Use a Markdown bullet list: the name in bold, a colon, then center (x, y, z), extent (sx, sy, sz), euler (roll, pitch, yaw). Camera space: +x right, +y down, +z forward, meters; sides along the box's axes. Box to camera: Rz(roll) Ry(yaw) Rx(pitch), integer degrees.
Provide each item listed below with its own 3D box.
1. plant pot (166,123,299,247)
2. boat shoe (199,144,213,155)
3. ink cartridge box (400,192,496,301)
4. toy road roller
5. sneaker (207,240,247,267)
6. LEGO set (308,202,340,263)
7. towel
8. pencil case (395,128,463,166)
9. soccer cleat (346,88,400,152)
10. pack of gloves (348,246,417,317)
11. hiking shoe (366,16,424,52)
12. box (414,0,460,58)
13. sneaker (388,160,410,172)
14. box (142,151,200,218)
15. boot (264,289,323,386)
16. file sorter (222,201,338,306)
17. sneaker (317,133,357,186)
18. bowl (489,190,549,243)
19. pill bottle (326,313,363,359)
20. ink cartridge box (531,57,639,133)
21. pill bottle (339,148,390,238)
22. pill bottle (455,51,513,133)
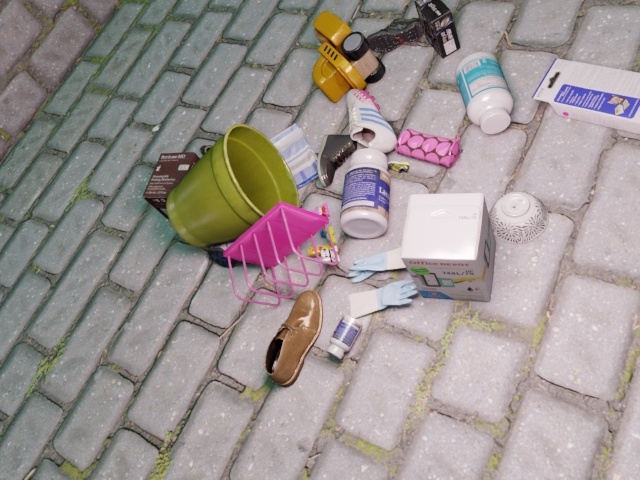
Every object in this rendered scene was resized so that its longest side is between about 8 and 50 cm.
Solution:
- **plant pot**: center (-0.322, -0.150, 1.928), extent (0.353, 0.366, 0.367), euler (-26, 53, 27)
- **boat shoe**: center (-0.441, -0.359, 2.265), extent (0.152, 0.049, 0.056), euler (27, 74, 43)
- **ink cartridge box**: center (0.355, 0.022, 1.543), extent (0.198, 0.270, 0.197), euler (1, 62, 26)
- **toy road roller**: center (0.061, -0.681, 2.144), extent (0.240, 0.202, 0.329), euler (-43, 53, 8)
- **sneaker**: center (-0.294, 0.039, 1.965), extent (0.211, 0.080, 0.081), euler (0, 39, 25)
- **LEGO set**: center (0.000, 0.000, 1.831), extent (0.093, 0.087, 0.227), euler (-12, 56, 0)
- **towel**: center (-0.122, -0.296, 2.099), extent (0.209, 0.034, 0.285), euler (-31, 54, 6)
- **pencil case**: center (0.352, -0.309, 1.854), extent (0.209, 0.095, 0.098), euler (20, 106, 30)
- **soccer cleat**: center (0.145, -0.421, 1.978), extent (0.143, 0.116, 0.331), euler (-19, 51, -18)
- **pack of gloves**: center (0.178, 0.113, 1.691), extent (0.232, 0.046, 0.195), euler (-19, 52, 25)
- **hiking shoe**: center (0.285, -0.800, 2.192), extent (0.226, 0.086, 0.114), euler (-11, 44, 12)
- **box**: center (0.422, -0.775, 2.039), extent (0.077, 0.180, 0.147), euler (-30, 53, 8)
- **sneaker**: center (0.257, -0.244, 1.894), extent (0.083, 0.031, 0.035), euler (0, 62, 25)
- **box**: center (-0.532, -0.205, 2.149), extent (0.168, 0.167, 0.203), euler (2, 62, 26)
- **boot**: center (-0.079, 0.275, 1.692), extent (0.112, 0.115, 0.305), euler (7, 64, 30)
- **file sorter**: center (-0.120, 0.056, 1.728), extent (0.290, 0.202, 0.182), euler (-38, 53, 32)
- **sneaker**: center (0.060, -0.290, 1.980), extent (0.118, 0.083, 0.222), euler (-5, 59, 22)
- **bowl**: center (0.564, -0.083, 1.628), extent (0.170, 0.080, 0.170), euler (-11, 59, 18)
- **pill bottle**: center (0.068, 0.281, 1.648), extent (0.067, 0.067, 0.120), euler (21, 72, 33)
- **ink cartridge box**: center (0.855, -0.439, 1.714), extent (0.371, 0.069, 0.176), euler (26, 75, 31)
- **pill bottle**: center (0.147, -0.153, 1.815), extent (0.153, 0.153, 0.265), euler (-5, 60, 22)
- **pill bottle**: center (0.533, -0.472, 1.831), extent (0.146, 0.146, 0.264), euler (-16, 57, 16)
